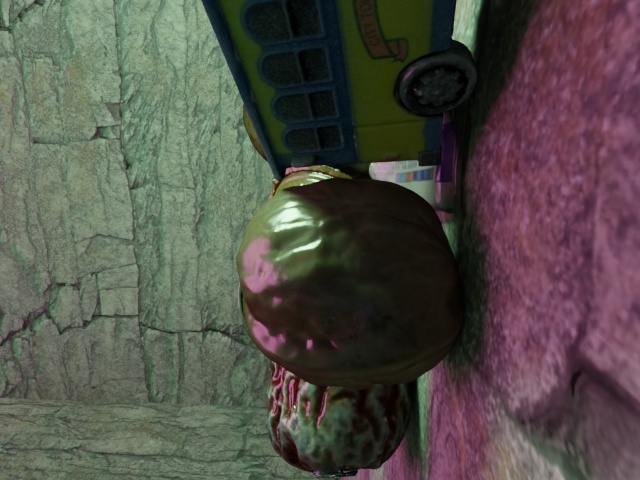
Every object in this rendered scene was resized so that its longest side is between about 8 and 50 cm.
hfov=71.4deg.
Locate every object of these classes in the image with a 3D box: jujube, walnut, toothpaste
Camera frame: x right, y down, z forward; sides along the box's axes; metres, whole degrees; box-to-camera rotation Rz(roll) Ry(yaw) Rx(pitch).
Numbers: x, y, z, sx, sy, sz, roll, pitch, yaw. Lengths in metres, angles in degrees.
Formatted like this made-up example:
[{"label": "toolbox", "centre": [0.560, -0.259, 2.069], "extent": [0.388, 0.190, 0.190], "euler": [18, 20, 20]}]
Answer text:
[{"label": "jujube", "centre": [0.026, 0.170, 0.652], "extent": [0.226, 0.225, 0.317], "euler": [91, 180, -60]}, {"label": "walnut", "centre": [0.024, 0.045, 0.438], "extent": [0.224, 0.224, 0.225], "euler": [2, -90, -90]}, {"label": "toothpaste", "centre": [0.113, -0.096, 0.554], "extent": [0.099, 0.068, 0.282], "euler": [61, 175, -9]}]

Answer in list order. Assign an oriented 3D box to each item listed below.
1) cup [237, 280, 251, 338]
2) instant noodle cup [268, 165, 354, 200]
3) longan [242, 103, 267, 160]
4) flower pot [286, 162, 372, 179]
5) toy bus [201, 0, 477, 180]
[{"label": "cup", "centre": [-0.011, 0.175, 1.101], "extent": [0.392, 0.309, 0.402], "euler": [48, -134, -82]}, {"label": "instant noodle cup", "centre": [0.000, 0.000, 0.792], "extent": [0.091, 0.273, 0.274], "euler": [-50, -25, -37]}, {"label": "longan", "centre": [-0.029, -0.377, 1.308], "extent": [0.391, 0.390, 0.392], "euler": [2, -90, -90]}, {"label": "flower pot", "centre": [0.038, -0.227, 0.826], "extent": [0.302, 0.212, 0.302], "euler": [2, -90, -89]}, {"label": "toy bus", "centre": [0.013, -0.193, 0.321], "extent": [0.312, 0.190, 0.152], "euler": [71, -163, -59]}]
